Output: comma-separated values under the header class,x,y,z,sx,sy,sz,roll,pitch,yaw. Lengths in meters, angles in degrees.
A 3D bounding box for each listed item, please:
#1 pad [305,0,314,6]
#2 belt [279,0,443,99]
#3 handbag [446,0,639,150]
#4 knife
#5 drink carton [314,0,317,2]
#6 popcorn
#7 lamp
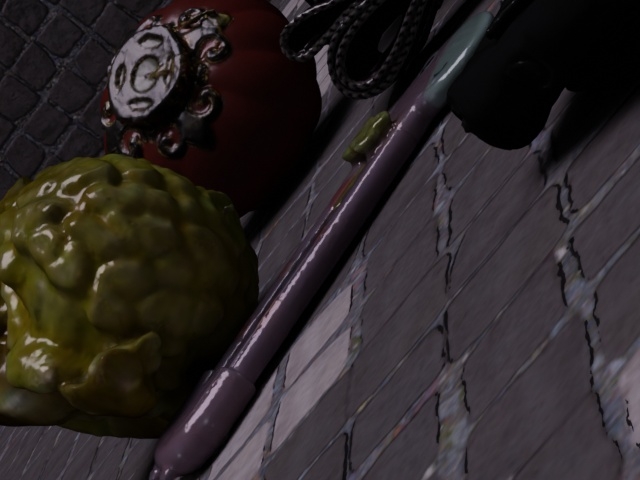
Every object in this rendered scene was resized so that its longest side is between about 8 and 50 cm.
class,x,y,z,sx,sy,sz,roll,pitch,yaw
pad,0.012,-0.323,2.017,0.127,0.190,0.004,-53,45,-1
belt,0.109,-0.255,1.439,0.359,0.126,0.094,-41,5,31
handbag,0.177,-0.189,0.922,0.244,0.088,0.275,-45,16,54
knife,-0.001,0.000,1.261,0.399,0.038,0.132,-57,7,-15
drink carton,-0.036,-0.332,1.721,0.185,0.189,0.191,-54,-35,-23
popcorn,-0.153,0.052,1.333,0.237,0.206,0.251,-46,21,29
lamp,-0.100,-0.124,1.728,0.227,0.227,0.227,-52,9,12
